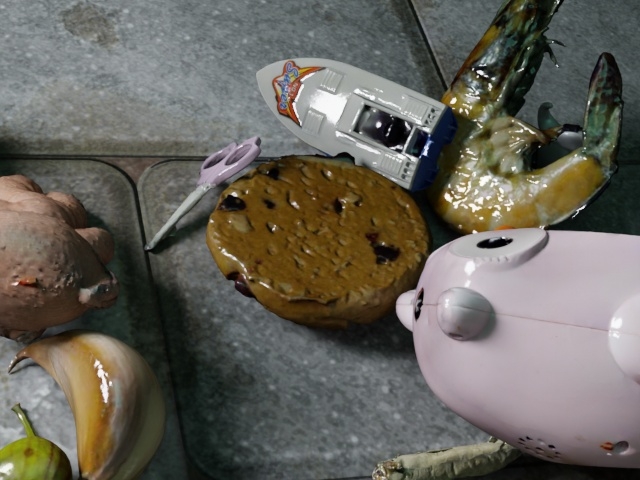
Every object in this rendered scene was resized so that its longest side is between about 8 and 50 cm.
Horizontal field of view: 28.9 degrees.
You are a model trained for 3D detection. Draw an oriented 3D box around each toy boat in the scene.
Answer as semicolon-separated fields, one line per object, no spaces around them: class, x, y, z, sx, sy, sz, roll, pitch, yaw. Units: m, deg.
toy boat;0.031;-0.174;1.689;0.295;0.129;0.088;27;6;24

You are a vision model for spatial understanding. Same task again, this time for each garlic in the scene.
garlic;-0.226;0.162;1.320;0.115;0.128;0.206;8;34;-45

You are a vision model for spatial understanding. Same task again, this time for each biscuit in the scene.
biscuit;0.000;0.001;1.551;0.296;0.075;0.296;6;43;-6

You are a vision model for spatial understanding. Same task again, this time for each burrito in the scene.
burrito;0.144;0.254;1.394;0.186;0.041;0.045;-6;9;-22

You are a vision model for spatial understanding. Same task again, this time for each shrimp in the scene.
shrimp;0.294;-0.204;1.655;0.272;0.085;0.445;17;82;33

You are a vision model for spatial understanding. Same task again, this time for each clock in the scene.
clock;0.286;0.120;1.372;0.377;0.368;0.250;8;86;-7

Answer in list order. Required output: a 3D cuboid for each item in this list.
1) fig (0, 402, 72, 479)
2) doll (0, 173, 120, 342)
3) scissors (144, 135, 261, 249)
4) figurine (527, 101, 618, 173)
fig;-0.290;0.214;1.253;0.093;0.093;0.166;8;46;-11
doll;-0.330;0.021;1.390;0.201;0.156;0.303;15;13;-13
scissors;-0.153;-0.058;1.571;0.021;0.110;0.212;51;59;-23
figurine;0.323;-0.119;1.738;0.192;0.147;0.126;16;62;23
